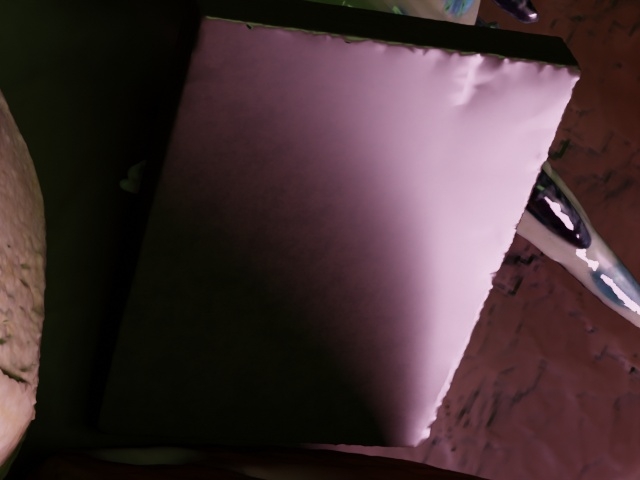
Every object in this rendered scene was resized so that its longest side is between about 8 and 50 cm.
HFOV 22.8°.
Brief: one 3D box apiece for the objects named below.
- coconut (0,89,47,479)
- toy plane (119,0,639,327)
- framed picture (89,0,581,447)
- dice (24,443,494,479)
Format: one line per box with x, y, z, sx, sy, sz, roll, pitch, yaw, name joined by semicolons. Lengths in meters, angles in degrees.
-0.163;0.019;0.435;0.194;0.194;0.194;-3;97;-26;coconut
0.036;-0.050;0.578;0.192;0.088;0.262;-50;123;-7;toy plane
0.000;0.000;0.537;0.128;0.023;0.168;5;125;-19;framed picture
-0.015;0.161;0.520;0.174;0.179;0.175;5;88;-25;dice
